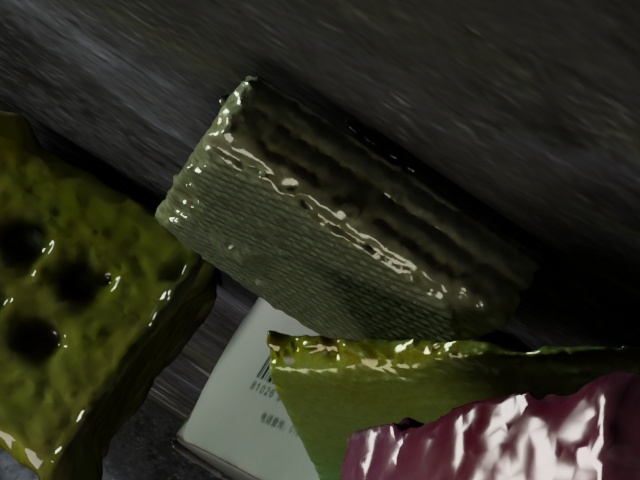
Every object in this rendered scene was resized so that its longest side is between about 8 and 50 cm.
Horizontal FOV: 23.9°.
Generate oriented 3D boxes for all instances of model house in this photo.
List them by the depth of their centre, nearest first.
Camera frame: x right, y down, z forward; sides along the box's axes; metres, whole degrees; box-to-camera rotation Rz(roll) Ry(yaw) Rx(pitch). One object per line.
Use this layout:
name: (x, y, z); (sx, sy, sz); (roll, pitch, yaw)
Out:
model house: (-0.194, 0.028, 0.860); (0.234, 0.175, 0.193); (29, 169, 3)

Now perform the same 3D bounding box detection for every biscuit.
biscuit: (0.000, 0.000, 0.572); (0.121, 0.041, 0.199); (35, 168, -5)

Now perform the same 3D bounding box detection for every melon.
melon: (0.073, 0.049, 0.500); (0.114, 0.053, 0.261); (37, 151, -32)

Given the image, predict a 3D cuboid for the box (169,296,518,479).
box: (0.099, 0.149, 0.766); (0.299, 0.106, 0.200); (38, 168, -30)

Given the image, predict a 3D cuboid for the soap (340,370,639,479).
soap: (0.137, 0.123, 0.444); (0.250, 0.099, 0.162); (22, 151, -23)
